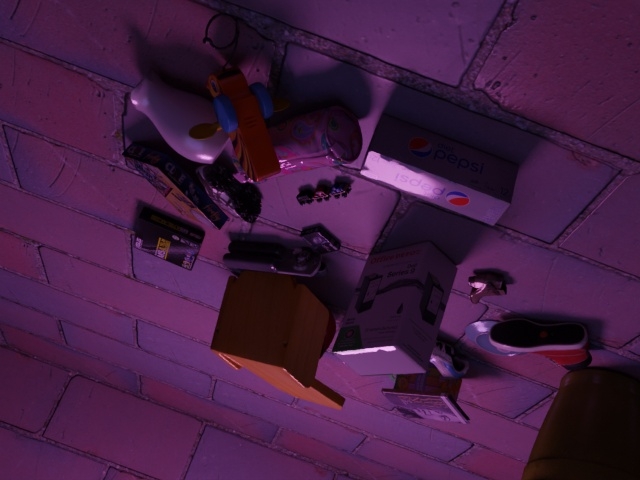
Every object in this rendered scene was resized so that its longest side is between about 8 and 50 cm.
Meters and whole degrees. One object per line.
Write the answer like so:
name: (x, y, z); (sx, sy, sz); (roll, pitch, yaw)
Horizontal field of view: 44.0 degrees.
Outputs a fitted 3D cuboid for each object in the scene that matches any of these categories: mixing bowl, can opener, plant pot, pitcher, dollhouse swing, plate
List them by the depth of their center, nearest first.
pitcher: (-0.289, -0.248, 1.650); (0.207, 0.126, 0.178); (35, 170, -6)
plant pot: (0.729, 0.544, 2.086); (0.366, 0.353, 0.366); (15, 151, 9)
can opener: (-0.118, 0.062, 2.087); (0.283, 0.076, 0.095); (5, 146, 27)
plate: (0.478, 0.270, 2.119); (0.188, 0.024, 0.188); (15, 149, 9)
dollhouse swing: (-0.079, 0.280, 2.235); (0.304, 0.315, 0.346); (22, 167, -38)
mixing bowl: (-0.020, 0.242, 2.271); (0.181, 0.098, 0.182); (31, 136, 35)

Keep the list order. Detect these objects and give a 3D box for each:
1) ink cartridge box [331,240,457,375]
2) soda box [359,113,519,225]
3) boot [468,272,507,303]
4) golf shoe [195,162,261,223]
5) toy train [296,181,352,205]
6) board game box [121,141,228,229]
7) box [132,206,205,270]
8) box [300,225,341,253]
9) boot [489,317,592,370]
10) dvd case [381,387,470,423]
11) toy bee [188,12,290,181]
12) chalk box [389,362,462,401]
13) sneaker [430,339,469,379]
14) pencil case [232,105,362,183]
ink cartridge box: (0.175, 0.161, 1.858); (0.211, 0.289, 0.121); (-15, 133, 45)
soda box: (0.227, -0.135, 1.522); (0.286, 0.098, 0.091); (20, 150, -1)
boot: (0.403, 0.120, 1.898); (0.086, 0.042, 0.118); (4, 147, 22)
golf shoe: (-0.215, -0.117, 1.868); (0.093, 0.077, 0.198); (15, 154, 45)
toy train: (0.005, -0.106, 1.781); (0.158, 0.027, 0.036); (-9, 129, 42)
board game box: (-0.345, -0.129, 1.889); (0.165, 0.042, 0.243); (20, 158, 44)
box: (-0.424, 0.000, 2.202); (0.184, 0.045, 0.191); (22, 150, -8)
box: (0.000, 0.000, 1.967); (0.067, 0.018, 0.083); (-11, 138, 44)
boot: (0.561, 0.277, 2.021); (0.244, 0.089, 0.176); (1, 147, 25)
dvd case: (0.308, 0.486, 2.323); (0.221, 0.018, 0.164); (-4, 141, 36)
toy bee: (-0.153, -0.266, 1.505); (0.195, 0.299, 0.162); (-1, -169, -24)
chalk box: (0.301, 0.434, 2.390); (0.212, 0.132, 0.132); (4, 147, 26)
sneaker: (0.326, 0.307, 2.233); (0.237, 0.085, 0.086); (39, 120, -24)
pencil case: (-0.053, -0.185, 1.591); (0.284, 0.124, 0.124); (-9, 139, 40)
